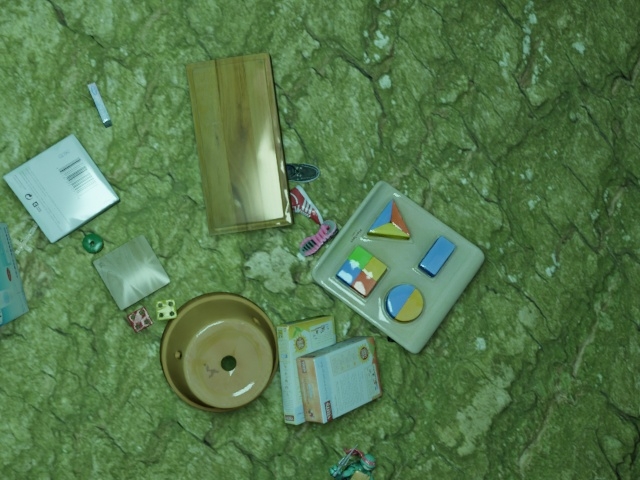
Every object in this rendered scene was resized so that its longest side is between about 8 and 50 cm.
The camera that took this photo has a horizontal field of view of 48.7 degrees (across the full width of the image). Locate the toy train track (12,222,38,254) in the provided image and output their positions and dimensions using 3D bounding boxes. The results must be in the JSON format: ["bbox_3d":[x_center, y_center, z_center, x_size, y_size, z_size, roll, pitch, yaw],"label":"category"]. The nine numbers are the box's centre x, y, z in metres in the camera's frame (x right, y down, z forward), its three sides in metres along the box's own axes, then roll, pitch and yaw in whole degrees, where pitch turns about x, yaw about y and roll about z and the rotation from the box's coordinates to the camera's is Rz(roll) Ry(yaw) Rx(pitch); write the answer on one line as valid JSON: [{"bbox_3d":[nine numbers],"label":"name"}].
[{"bbox_3d":[-0.680,-0.004,1.636,0.048,0.014,0.083,34,82,-12],"label":"toy train track"}]

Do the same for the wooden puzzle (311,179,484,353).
[{"bbox_3d":[0.202,0.062,1.792,0.347,0.080,0.322,37,81,2],"label":"wooden puzzle"}]

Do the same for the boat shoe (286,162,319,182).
[{"bbox_3d":[-0.069,-0.171,1.775,0.142,0.040,0.049,0,90,-14],"label":"boat shoe"}]

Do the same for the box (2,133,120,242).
[{"bbox_3d":[-0.581,-0.116,1.607,0.181,0.119,0.181,-36,98,-11],"label":"box"}]

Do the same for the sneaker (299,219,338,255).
[{"bbox_3d":[0.000,0.000,1.791,0.119,0.057,0.047,-40,69,11],"label":"sneaker"}]

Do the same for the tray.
[{"bbox_3d":[-0.192,-0.228,1.702,0.202,0.076,0.411,-8,93,2],"label":"tray"}]

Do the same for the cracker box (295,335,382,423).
[{"bbox_3d":[0.049,0.336,1.736,0.232,0.067,0.156,-10,93,-48],"label":"cracker box"}]

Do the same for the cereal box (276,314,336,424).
[{"bbox_3d":[-0.027,0.314,1.742,0.173,0.047,0.240,-5,91,-49],"label":"cereal box"}]

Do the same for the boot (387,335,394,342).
[{"bbox_3d":[0.234,0.222,1.850,0.099,0.045,0.121,12,92,-13],"label":"boot"}]

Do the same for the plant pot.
[{"bbox_3d":[-0.224,0.272,1.655,0.290,0.203,0.291,0,90,-15],"label":"plant pot"}]

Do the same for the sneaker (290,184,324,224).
[{"bbox_3d":[-0.047,-0.075,1.780,0.067,0.042,0.118,-36,91,-15],"label":"sneaker"}]

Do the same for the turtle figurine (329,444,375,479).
[{"bbox_3d":[0.090,0.622,1.779,0.175,0.118,0.234,26,99,2],"label":"turtle figurine"}]

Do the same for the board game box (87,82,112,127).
[{"bbox_3d":[-0.510,-0.312,1.639,0.020,0.090,0.090,-23,95,-13],"label":"board game box"}]

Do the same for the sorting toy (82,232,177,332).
[{"bbox_3d":[-0.438,0.085,1.672,0.132,0.046,0.275,-31,86,-12],"label":"sorting toy"}]

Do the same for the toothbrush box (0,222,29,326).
[{"bbox_3d":[-0.726,0.078,1.480,0.126,0.295,0.217,-14,93,-12],"label":"toothbrush box"}]
